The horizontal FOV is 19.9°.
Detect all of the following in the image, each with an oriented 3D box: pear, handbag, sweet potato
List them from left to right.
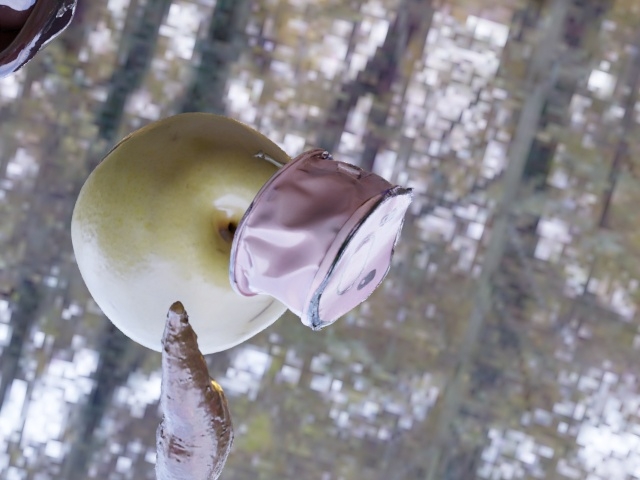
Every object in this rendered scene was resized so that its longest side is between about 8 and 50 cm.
[{"bbox_3d":[-0.099,0.133,1.446,0.068,0.226,0.068,4,-142,-3],"label":"sweet potato"},{"bbox_3d":[-0.152,-0.009,2.256,0.309,0.309,0.309,14,-164,-4],"label":"pear"},{"bbox_3d":[0.001,0.001,1.984,0.116,0.205,0.179,35,-134,20],"label":"handbag"}]

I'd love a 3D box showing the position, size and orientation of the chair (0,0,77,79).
[{"bbox_3d":[-0.277,-0.364,2.039,0.226,0.226,0.401,24,-133,27],"label":"chair"}]
